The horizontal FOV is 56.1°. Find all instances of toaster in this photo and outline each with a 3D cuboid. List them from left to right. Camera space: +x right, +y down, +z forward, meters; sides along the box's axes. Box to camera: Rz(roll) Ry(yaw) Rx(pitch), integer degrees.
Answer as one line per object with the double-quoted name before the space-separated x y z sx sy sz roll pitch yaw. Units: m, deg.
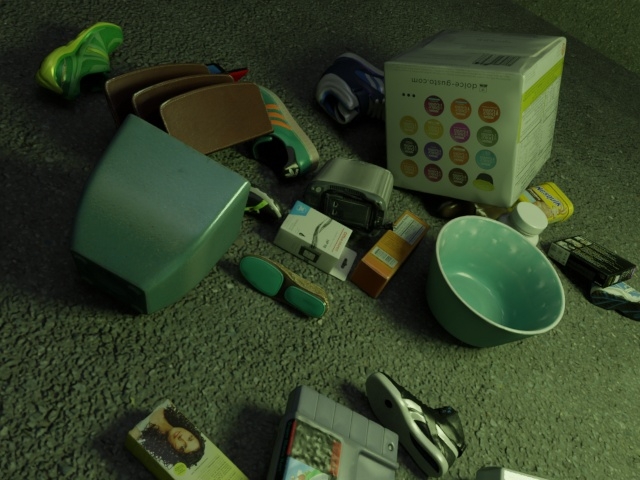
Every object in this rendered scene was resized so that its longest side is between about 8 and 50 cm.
"toaster" 0.079 -0.104 1.394 0.227 0.129 0.146 14 41 10

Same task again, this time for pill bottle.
"pill bottle" 0.463 -0.004 1.469 0.112 0.186 0.112 14 47 -15

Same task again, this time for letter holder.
"letter holder" -0.275 -0.287 1.289 0.302 0.152 0.214 -32 109 -49

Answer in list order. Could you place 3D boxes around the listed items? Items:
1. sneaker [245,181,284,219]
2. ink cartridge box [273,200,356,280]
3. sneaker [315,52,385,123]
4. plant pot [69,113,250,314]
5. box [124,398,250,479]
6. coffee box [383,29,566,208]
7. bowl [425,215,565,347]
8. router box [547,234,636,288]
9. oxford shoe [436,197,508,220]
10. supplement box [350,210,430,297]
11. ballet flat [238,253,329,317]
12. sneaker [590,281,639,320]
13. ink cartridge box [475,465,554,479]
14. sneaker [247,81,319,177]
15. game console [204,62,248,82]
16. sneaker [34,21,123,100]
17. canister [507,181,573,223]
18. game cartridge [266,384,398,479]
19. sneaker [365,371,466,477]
"sneaker" -0.196 -0.089 1.321 0.235 0.084 0.097 29 77 -4
"ink cartridge box" 0.000 0.000 1.331 0.180 0.060 0.104 28 45 -1
"sneaker" 0.138 -0.373 1.690 0.323 0.130 0.236 31 55 -5
"plant pot" -0.305 -0.018 1.081 0.248 0.247 0.252 29 62 0
"box" -0.191 0.360 0.929 0.232 0.058 0.087 40 46 10
"coffee box" 0.391 -0.323 1.535 0.338 0.334 0.338 15 37 30
"bowl" 0.358 0.112 1.336 0.312 0.163 0.311 14 47 -16
"router box" 0.721 0.053 1.601 0.133 0.046 0.179 -11 35 -32
"oxford shoe" 0.408 -0.067 1.574 0.227 0.083 0.096 2 56 -23
"supplement box" 0.164 0.027 1.376 0.080 0.078 0.233 38 45 12
"ballet flat" -0.072 0.089 1.228 0.206 0.073 0.067 34 18 1
"sneaker" 0.811 0.149 1.581 0.211 0.080 0.081 22 47 -7
"ink cartridge box" 0.403 0.612 1.007 0.308 0.091 0.385 19 63 -11
"sneaker" -0.136 -0.272 1.467 0.121 0.108 0.302 -26 67 -44
"game console" -0.283 -0.440 1.563 0.144 0.124 0.085 -28 94 -39
"sneaker" -0.546 -0.413 1.413 0.123 0.109 0.295 43 40 -19
"canister" 0.617 -0.097 1.707 0.170 0.073 0.126 -14 59 -32
"game cartridge" 0.014 0.425 0.933 0.230 0.068 0.355 36 42 -23
"sneaker" 0.185 0.324 1.136 0.121 0.079 0.217 -25 74 -43
